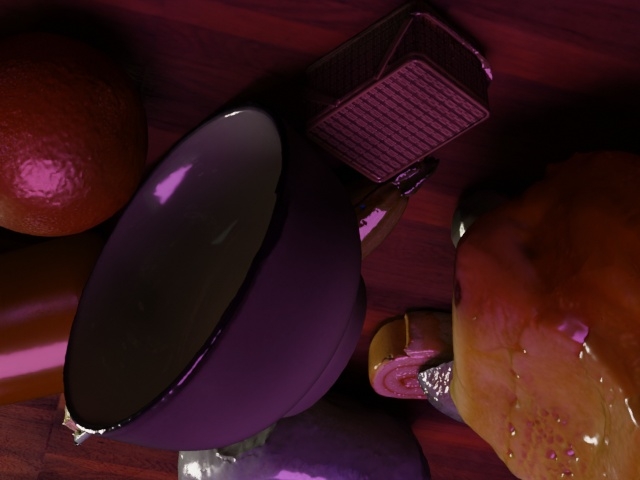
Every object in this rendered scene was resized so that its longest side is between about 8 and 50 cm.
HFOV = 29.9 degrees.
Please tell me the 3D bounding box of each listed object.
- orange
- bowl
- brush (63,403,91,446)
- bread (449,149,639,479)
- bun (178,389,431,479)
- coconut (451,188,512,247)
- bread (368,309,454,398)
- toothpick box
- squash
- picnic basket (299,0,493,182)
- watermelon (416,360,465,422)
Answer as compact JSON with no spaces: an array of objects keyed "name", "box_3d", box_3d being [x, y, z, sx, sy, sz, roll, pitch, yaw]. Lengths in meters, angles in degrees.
[{"name":"orange","box_3d":[-0.262,-0.098,1.124,0.206,0.206,0.206,2,144,1]},{"name":"bowl","box_3d":[-0.078,0.059,1.177,0.185,0.354,0.354,30,135,-28]},{"name":"brush","box_3d":[-0.274,0.193,1.634,0.060,0.068,0.297,42,128,-12]},{"name":"bread","box_3d":[0.313,0.103,1.168,0.250,0.361,0.394,-36,147,-20]},{"name":"bun","box_3d":[-0.020,0.306,1.648,0.354,0.194,0.354,2,147,2]},{"name":"coconut","box_3d":[0.181,-0.016,1.296,0.081,0.083,0.082,25,117,-38]},{"name":"bread","box_3d":[0.136,0.143,1.526,0.149,0.073,0.122,2,138,-2]},{"name":"toothpick box","box_3d":[-0.356,0.101,1.348,0.271,0.175,0.175,-15,145,-10]},{"name":"squash","box_3d":[0.000,0.000,1.317,0.341,0.094,0.094,-29,133,35]},{"name":"picnic basket","box_3d":[0.071,-0.138,1.134,0.115,0.079,0.164,32,135,-33]},{"name":"watermelon","box_3d":[0.197,0.178,1.443,0.180,0.081,0.094,-13,115,28]}]
